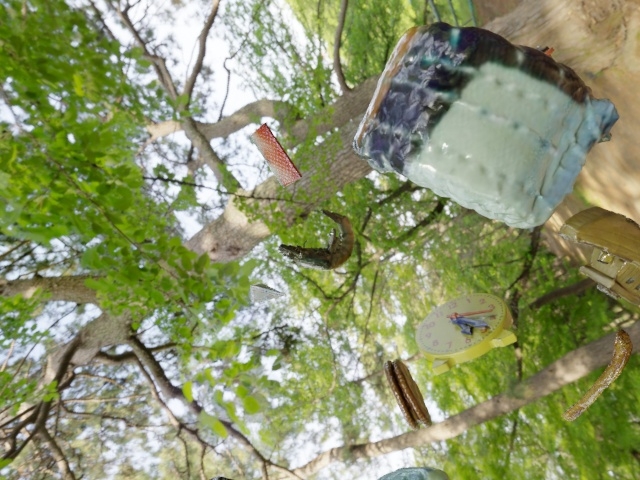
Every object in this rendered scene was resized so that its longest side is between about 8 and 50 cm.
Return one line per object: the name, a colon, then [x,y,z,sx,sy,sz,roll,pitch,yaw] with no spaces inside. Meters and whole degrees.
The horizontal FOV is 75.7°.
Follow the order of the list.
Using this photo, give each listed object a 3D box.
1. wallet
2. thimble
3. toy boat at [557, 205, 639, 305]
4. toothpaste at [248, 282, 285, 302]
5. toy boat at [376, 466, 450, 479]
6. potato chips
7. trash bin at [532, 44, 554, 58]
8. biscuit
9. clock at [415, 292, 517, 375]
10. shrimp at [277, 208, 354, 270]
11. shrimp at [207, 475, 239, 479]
wallet: [-0.140,-0.261,1.278,0.020,0.103,0.197,-43,-74,-38]
thimble: [0.161,-0.113,0.444,0.237,0.150,0.237,24,-168,-6]
toy boat: [0.528,0.040,0.718,0.321,0.121,0.089,23,-163,-25]
toothpaste: [-0.157,0.140,1.106,0.089,0.234,0.057,16,-102,-13]
toy boat: [0.232,0.739,1.095,0.123,0.330,0.215,-14,-106,-52]
potato chips: [0.452,0.232,0.672,0.026,0.204,0.037,-8,-145,-23]
trash bin: [0.585,-0.382,1.140,0.239,0.161,0.184,53,173,-2]
biscuit: [0.265,0.465,1.257,0.221,0.066,0.220,61,-171,-16]
clock: [0.401,0.241,1.186,0.071,0.277,0.293,58,-172,-11]
shrimp: [0.000,0.000,0.981,0.217,0.150,0.051,6,-162,-40]
shrimp: [-0.108,0.483,0.703,0.232,0.090,0.079,29,176,3]
